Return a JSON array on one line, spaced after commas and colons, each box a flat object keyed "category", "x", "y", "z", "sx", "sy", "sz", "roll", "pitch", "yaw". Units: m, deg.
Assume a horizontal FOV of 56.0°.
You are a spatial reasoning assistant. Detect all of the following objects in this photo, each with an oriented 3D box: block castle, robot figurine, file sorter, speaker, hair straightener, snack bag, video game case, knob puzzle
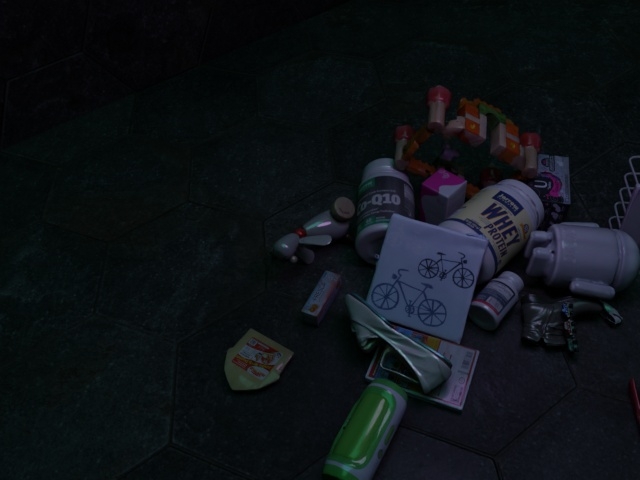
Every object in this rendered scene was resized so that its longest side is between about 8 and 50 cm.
[{"category": "block castle", "x": 0.504, "y": -0.327, "z": 2.084, "sx": 0.454, "sy": 0.303, "sz": 0.212, "roll": 22, "pitch": 54, "yaw": -14}, {"category": "robot figurine", "x": 0.817, "y": 0.056, "z": 1.856, "sx": 0.354, "sy": 0.199, "sz": 0.299, "roll": 5, "pitch": 51, "yaw": 4}, {"category": "file sorter", "x": 1.069, "y": -0.113, "z": 1.946, "sx": 0.193, "sy": 0.277, "sz": 0.173, "roll": 3, "pitch": 44, "yaw": 9}, {"category": "speaker", "x": 0.120, "y": 0.512, "z": 1.577, "sx": 0.131, "sy": 0.131, "sz": 0.296, "roll": 20, "pitch": 53, "yaw": 23}, {"category": "hair straightener", "x": 0.877, "y": 0.472, "z": 1.579, "sx": 0.089, "sy": 0.047, "sz": 0.230, "roll": 2, "pitch": 48, "yaw": 9}, {"category": "snack bag", "x": 0.315, "y": 0.108, "z": 1.841, "sx": 0.323, "sy": 0.037, "sz": 0.342, "roll": 16, "pitch": 96, "yaw": 22}, {"category": "video game case", "x": 0.298, "y": 0.366, "z": 1.758, "sx": 0.285, "sy": 0.025, "sz": 0.204, "roll": 15, "pitch": 51, "yaw": 19}, {"category": "knob puzzle", "x": -0.201, "y": 0.376, "z": 1.802, "sx": 0.213, "sy": 0.030, "sz": 0.213, "roll": -3, "pitch": 47, "yaw": 3}]

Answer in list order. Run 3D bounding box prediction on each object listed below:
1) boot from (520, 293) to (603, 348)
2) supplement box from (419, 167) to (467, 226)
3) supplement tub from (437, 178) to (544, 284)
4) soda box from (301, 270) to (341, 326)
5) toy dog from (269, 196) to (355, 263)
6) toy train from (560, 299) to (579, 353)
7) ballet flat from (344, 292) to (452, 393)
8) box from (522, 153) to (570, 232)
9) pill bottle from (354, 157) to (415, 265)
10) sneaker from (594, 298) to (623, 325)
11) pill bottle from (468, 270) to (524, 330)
[{"category": "boot", "x": 0.719, "y": 0.251, "z": 1.798, "sx": 0.247, "sy": 0.083, "sz": 0.161, "roll": 2, "pitch": 60, "yaw": 8}, {"category": "supplement box", "x": 0.415, "y": -0.118, "z": 2.057, "sx": 0.114, "sy": 0.220, "sz": 0.111, "roll": -39, "pitch": 55, "yaw": -25}, {"category": "supplement tub", "x": 0.546, "y": -0.033, "z": 1.954, "sx": 0.325, "sy": 0.235, "sz": 0.235, "roll": -37, "pitch": 54, "yaw": -24}, {"category": "soda box", "x": 0.005, "y": 0.185, "z": 1.932, "sx": 0.058, "sy": 0.063, "sz": 0.183, "roll": 17, "pitch": 51, "yaw": 21}, {"category": "toy dog", "x": 0.000, "y": 0.000, "z": 2.043, "sx": 0.334, "sy": 0.220, "sz": 0.161, "roll": -37, "pitch": 85, "yaw": -16}, {"category": "toy train", "x": 0.721, "y": 0.251, "z": 1.746, "sx": 0.036, "sy": 0.027, "sz": 0.158, "roll": -4, "pitch": 70, "yaw": 12}, {"category": "ballet flat", "x": 0.190, "y": 0.298, "z": 1.743, "sx": 0.400, "sy": 0.139, "sz": 0.139, "roll": 34, "pitch": 59, "yaw": 31}, {"category": "box", "x": 0.777, "y": -0.165, "z": 2.098, "sx": 0.142, "sy": 0.163, "sz": 0.247, "roll": 8, "pitch": 49, "yaw": 11}, {"category": "pill bottle", "x": 0.224, "y": -0.104, "z": 2.078, "sx": 0.204, "sy": 0.204, "sz": 0.360, "roll": -1, "pitch": 47, "yaw": 6}, {"category": "sneaker", "x": 0.871, "y": 0.214, "z": 1.831, "sx": 0.044, "sy": 0.040, "sz": 0.109, "roll": -8, "pitch": 49, "yaw": -23}, {"category": "pill bottle", "x": 0.542, "y": 0.180, "z": 1.846, "sx": 0.108, "sy": 0.108, "sz": 0.180, "roll": 32, "pitch": 58, "yaw": 30}]
